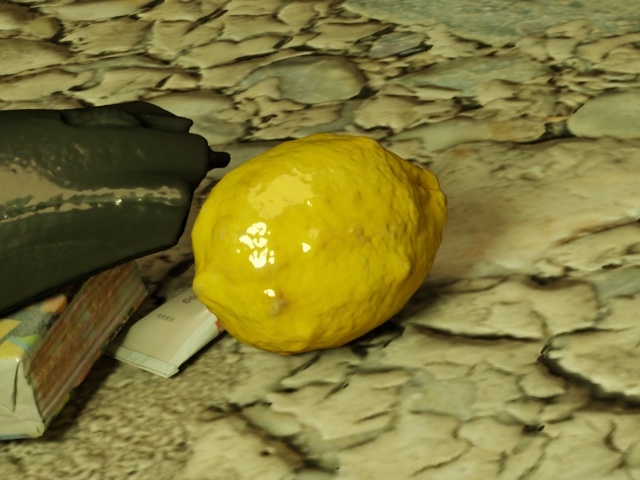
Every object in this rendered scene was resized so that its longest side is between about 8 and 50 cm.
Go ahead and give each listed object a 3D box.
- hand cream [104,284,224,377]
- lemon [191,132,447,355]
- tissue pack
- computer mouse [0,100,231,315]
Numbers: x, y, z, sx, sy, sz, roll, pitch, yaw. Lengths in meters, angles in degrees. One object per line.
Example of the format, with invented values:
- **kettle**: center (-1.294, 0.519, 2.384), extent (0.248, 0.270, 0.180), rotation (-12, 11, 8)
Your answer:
- **hand cream**: center (-0.033, 0.013, 1.123), extent (0.216, 0.038, 0.052), rotation (-36, 5, -34)
- **lemon**: center (0.000, 0.000, 1.039), extent (0.155, 0.114, 0.114), rotation (-24, 30, -23)
- **tissue pack**: center (-0.173, 0.052, 1.062), extent (0.108, 0.060, 0.148), rotation (-5, 27, 22)
- **computer mouse**: center (-0.177, -0.020, 1.049), extent (0.264, 0.088, 0.147), rotation (-20, 27, -12)
